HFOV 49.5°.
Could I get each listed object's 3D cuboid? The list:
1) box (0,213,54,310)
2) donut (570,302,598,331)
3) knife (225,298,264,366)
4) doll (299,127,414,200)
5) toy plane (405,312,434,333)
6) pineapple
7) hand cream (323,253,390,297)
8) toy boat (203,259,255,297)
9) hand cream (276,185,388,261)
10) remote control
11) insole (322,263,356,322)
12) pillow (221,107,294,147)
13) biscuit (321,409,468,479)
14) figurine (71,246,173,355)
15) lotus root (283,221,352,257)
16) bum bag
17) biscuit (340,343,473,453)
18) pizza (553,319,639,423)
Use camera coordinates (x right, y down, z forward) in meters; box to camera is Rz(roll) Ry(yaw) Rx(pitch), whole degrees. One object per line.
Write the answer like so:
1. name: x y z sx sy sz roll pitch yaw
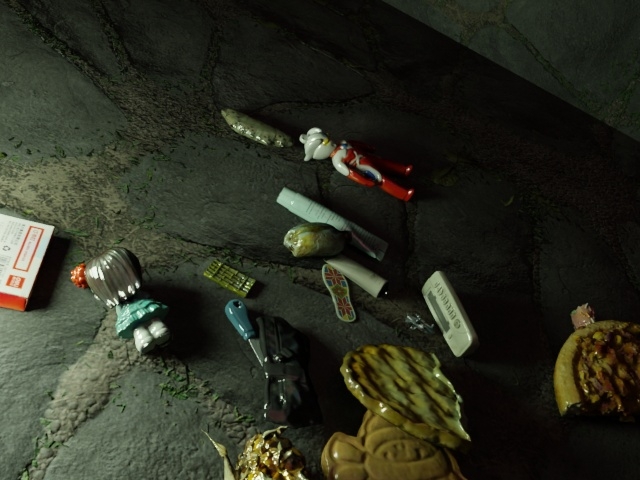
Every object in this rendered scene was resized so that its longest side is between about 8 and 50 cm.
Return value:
1. box: -0.644 0.039 1.449 0.123 0.050 0.229 15 40 -16
2. donut: 0.791 0.258 1.968 0.166 0.065 0.117 25 41 0
3. knife: -0.136 0.230 1.534 0.058 0.032 0.244 -8 54 -48
4. doll: 0.111 -0.246 2.143 0.384 0.099 0.188 18 40 -15
5. toy plane: 0.253 0.212 1.757 0.083 0.031 0.078 26 26 4
6. pineapple: -0.096 0.446 1.212 0.159 0.161 0.334 2 47 -23
7. hand cream: 0.100 0.088 1.798 0.186 0.054 0.087 33 27 18
8. toy boat: -0.215 0.090 1.649 0.115 0.016 0.063 28 40 1
9. hand cream: 0.035 -0.051 1.905 0.331 0.058 0.085 27 37 2
10. remote control: 0.335 0.188 1.779 0.049 0.090 0.230 2 47 -28
11. insole: 0.047 0.130 1.754 0.065 0.006 0.193 5 43 -23
12. pillow: -0.198 -0.332 2.097 0.241 0.051 0.093 26 34 -1
13. biscuit: 0.157 0.485 1.384 0.312 0.057 0.351 -6 49 -34
14. figurine: -0.408 0.123 1.444 0.138 0.110 0.245 -28 68 -25
15. lotus root: 0.000 0.000 1.802 0.192 0.088 0.113 -5 19 -34
16. bum bag: -0.067 0.276 1.472 0.137 0.074 0.310 23 34 -26
17. biscuit: 0.208 0.329 1.522 0.329 0.078 0.335 31 23 18
18. pizza: 0.747 0.347 1.794 0.409 0.114 0.277 -27 65 -32
